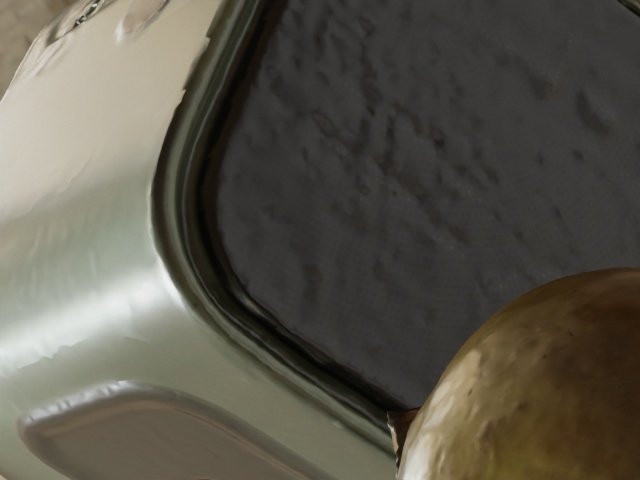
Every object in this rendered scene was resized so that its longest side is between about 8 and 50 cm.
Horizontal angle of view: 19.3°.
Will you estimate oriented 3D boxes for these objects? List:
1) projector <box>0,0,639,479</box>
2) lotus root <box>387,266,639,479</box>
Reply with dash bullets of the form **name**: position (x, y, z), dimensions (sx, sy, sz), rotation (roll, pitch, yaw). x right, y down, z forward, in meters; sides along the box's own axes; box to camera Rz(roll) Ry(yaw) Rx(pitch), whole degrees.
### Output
- **projector**: position (0.000, 0.000, 0.808), dimensions (0.249, 0.248, 0.249), rotation (-22, -140, 55)
- **lotus root**: position (0.079, 0.072, 0.449), dimensions (0.221, 0.118, 0.125), rotation (14, -103, 53)
